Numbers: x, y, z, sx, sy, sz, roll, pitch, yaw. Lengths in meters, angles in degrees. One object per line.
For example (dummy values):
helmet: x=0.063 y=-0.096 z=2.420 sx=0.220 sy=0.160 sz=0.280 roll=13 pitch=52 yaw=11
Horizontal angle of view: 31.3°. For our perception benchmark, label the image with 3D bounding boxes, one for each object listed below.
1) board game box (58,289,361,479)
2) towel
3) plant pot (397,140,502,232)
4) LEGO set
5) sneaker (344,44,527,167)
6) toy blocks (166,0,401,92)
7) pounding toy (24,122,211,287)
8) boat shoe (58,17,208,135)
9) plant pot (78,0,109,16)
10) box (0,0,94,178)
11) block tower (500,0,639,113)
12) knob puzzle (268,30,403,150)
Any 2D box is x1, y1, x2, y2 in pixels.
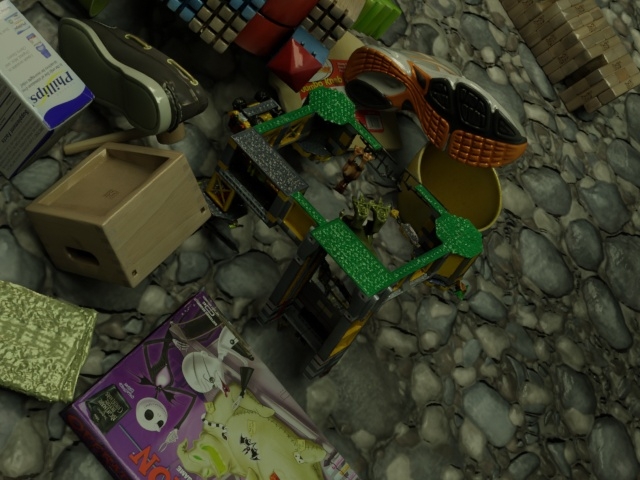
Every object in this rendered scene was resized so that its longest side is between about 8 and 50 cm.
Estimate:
board game box: x=-0.089 y=0.247 z=1.218 sx=0.347 sy=0.056 sz=0.208 roll=50 pitch=56 yaw=-5
towel: x=-0.303 y=0.097 z=1.132 sx=0.148 sy=0.027 sz=0.110 roll=19 pitch=61 yaw=-9
plant pot: x=0.153 y=-0.057 z=1.479 sx=0.134 sy=0.095 sz=0.134 roll=14 pitch=63 yaw=-29
LEGO set: x=0.000 y=0.000 z=1.315 sx=0.331 sy=0.192 sz=0.255 roll=42 pitch=44 yaw=10
sneaker: x=0.164 y=-0.184 z=1.445 sx=0.262 sy=0.099 sz=0.121 roll=35 pitch=36 yaw=27
toy blocks: x=-0.095 y=-0.313 z=1.304 sx=0.381 sy=0.191 sz=0.261 roll=39 pitch=29 yaw=-11
pounding toy: x=-0.206 y=-0.053 z=1.227 sx=0.206 sy=0.181 sz=0.094 roll=-46 pitch=131 yaw=-34
boat shoe: x=-0.210 y=-0.186 z=1.250 sx=0.069 sy=0.081 sz=0.228 roll=-22 pitch=45 yaw=-33
plant pot: x=-0.277 y=-0.316 z=1.324 sx=0.079 sy=0.083 sz=0.083 roll=33 pitch=54 yaw=-4
box: x=-0.324 y=-0.155 z=1.184 sx=0.137 sy=0.126 sz=0.072 roll=49 pitch=50 yaw=-6
block tower: x=0.356 y=-0.355 z=1.750 sx=0.097 sy=0.091 sz=0.335 roll=-29 pitch=86 yaw=-39
knob puzzle: x=0.011 y=-0.204 z=1.491 sx=0.213 sy=0.030 sz=0.213 roll=13 pitch=64 yaw=-28
